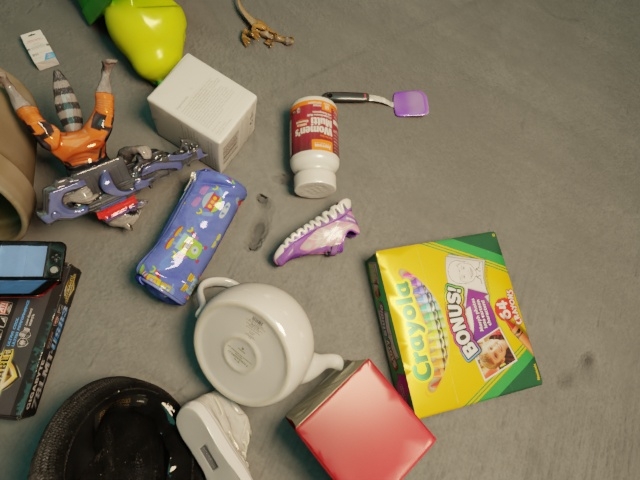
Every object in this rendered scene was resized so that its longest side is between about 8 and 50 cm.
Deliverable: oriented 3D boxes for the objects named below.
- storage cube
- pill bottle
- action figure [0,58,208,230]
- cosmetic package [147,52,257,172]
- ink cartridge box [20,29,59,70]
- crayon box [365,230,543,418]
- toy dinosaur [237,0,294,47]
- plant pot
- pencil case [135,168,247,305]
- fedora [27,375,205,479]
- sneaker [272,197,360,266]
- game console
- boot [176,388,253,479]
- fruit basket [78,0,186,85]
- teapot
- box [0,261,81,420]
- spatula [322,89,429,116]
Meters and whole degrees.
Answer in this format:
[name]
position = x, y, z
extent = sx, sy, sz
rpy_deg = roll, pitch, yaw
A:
[storage cube]
position = 0.069, 0.368, 0.804
extent = 0.215, 0.184, 0.193
rpy_deg = -39, 84, -18
[pill bottle]
position = -0.015, -0.224, 0.986
extent = 0.121, 0.121, 0.222
rpy_deg = 2, 74, -12
[action figure]
position = -0.426, -0.184, 0.829
extent = 0.341, 0.178, 0.331
rpy_deg = -26, 119, -35
[cosmetic package]
position = -0.265, -0.287, 0.935
extent = 0.183, 0.151, 0.152
rpy_deg = 32, 70, -3
[ink cartridge box]
position = -0.664, -0.451, 0.961
extent = 0.048, 0.028, 0.083
rpy_deg = -29, 82, -18
[crayon box]
position = 0.300, 0.184, 0.945
extent = 0.312, 0.106, 0.364
rpy_deg = -9, 77, -14
[toy dinosaur]
position = -0.172, -0.578, 1.095
extent = 0.211, 0.064, 0.112
rpy_deg = 36, 52, -10
[plant pot]
position = -0.686, -0.186, 0.758
extent = 0.322, 0.323, 0.281
rpy_deg = 5, 58, -11
[pencil case]
position = -0.277, -0.017, 0.871
extent = 0.133, 0.119, 0.306
rpy_deg = 37, 67, -31
[fedora]
position = -0.351, 0.405, 0.678
extent = 0.152, 0.334, 0.334
rpy_deg = -40, 85, 15
[sneaker]
position = 0.000, 0.000, 0.946
extent = 0.236, 0.095, 0.105
rpy_deg = -34, 91, -19
[game console]
position = -0.563, 0.050, 0.741
extent = 0.143, 0.085, 0.124
rpy_deg = 1, 73, -13
[boot]
position = -0.159, 0.403, 0.767
extent = 0.095, 0.123, 0.258
rpy_deg = -37, 78, 22
[fruit basket]
position = -0.401, -0.569, 0.923
extent = 0.392, 0.392, 0.283
rpy_deg = 38, 71, 0
[teapot]
position = -0.117, 0.186, 0.819
extent = 0.252, 0.187, 0.256
rpy_deg = -14, 98, 24
[box]
position = -0.659, 0.165, 0.768
extent = 0.292, 0.073, 0.296
rpy_deg = 11, 72, -10
[spatula]
position = 0.152, -0.386, 1.115
extent = 0.296, 0.030, 0.084
rpy_deg = 2, 73, -11
